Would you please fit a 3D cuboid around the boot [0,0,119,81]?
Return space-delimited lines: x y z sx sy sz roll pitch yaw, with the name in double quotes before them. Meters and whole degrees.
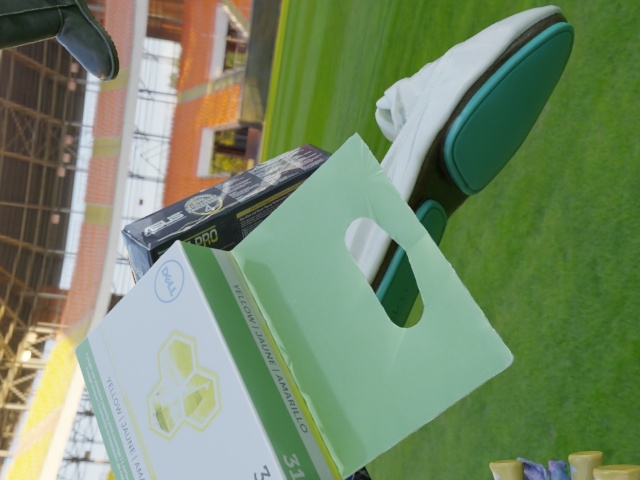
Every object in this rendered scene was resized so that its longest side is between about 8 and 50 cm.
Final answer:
"boot" -0.428 -0.302 0.954 0.076 0.189 0.208 -37 -1 39

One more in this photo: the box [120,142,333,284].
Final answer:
"box" -0.127 0.045 1.138 0.097 0.395 0.318 31 138 36

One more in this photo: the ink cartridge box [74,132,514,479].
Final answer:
"ink cartridge box" -0.036 0.066 0.371 0.235 0.056 0.171 -44 58 23

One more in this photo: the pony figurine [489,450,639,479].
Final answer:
"pony figurine" 0.314 0.448 0.768 0.351 0.303 0.363 148 117 -61

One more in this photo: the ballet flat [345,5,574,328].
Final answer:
"ballet flat" 0.079 -0.062 0.584 0.400 0.139 0.139 -57 5 -7

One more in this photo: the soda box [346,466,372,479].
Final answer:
"soda box" 0.011 0.231 0.695 0.060 0.053 0.168 52 168 52
